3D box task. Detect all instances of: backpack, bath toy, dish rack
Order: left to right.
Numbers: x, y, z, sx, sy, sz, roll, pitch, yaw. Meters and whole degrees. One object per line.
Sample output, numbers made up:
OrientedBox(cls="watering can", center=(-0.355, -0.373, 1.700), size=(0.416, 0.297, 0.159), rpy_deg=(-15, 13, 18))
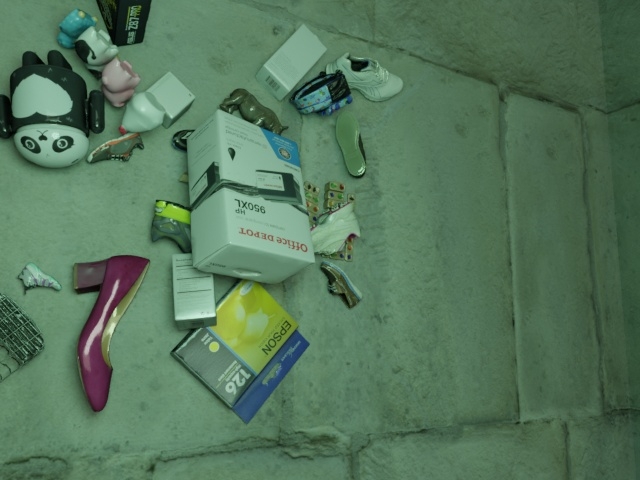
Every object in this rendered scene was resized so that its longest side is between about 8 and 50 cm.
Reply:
OrientedBox(cls="dish rack", center=(-0.790, 0.255, 1.127), size=(0.271, 0.074, 0.208), rpy_deg=(-43, 103, -28))
OrientedBox(cls="bath toy", center=(-0.544, -0.420, 1.299), size=(0.129, 0.151, 0.348), rpy_deg=(-37, 88, 12))
OrientedBox(cls="backpack", center=(-0.005, -0.461, 1.601), size=(0.173, 0.158, 0.117), rpy_deg=(-34, 116, -14))

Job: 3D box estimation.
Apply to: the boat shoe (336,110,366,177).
OrientedBox(cls="boat shoe", center=(0.105, -0.321, 1.683), size=(0.081, 0.068, 0.228), rpy_deg=(-12, 82, 11))

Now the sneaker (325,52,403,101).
OrientedBox(cls="sneaker", center=(0.170, -0.564, 1.718), size=(0.297, 0.129, 0.111), rpy_deg=(3, 79, -28))

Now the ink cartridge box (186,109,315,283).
OrientedBox(cls="ink cartridge box", center=(-0.189, -0.108, 1.340), size=(0.285, 0.166, 0.395), rpy_deg=(15, 56, -43))

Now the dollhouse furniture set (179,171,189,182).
OrientedBox(cls="dollhouse furniture set", center=(-0.349, -0.157, 1.454), size=(0.114, 0.091, 0.081), rpy_deg=(12, 118, -3))

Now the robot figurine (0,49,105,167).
OrientedBox(cls="robot figurine", center=(-0.662, -0.319, 1.221), size=(0.173, 0.209, 0.278), rpy_deg=(4, 78, -59))

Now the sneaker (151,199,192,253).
OrientedBox(cls="sneaker", center=(-0.334, -0.014, 1.399), size=(0.300, 0.111, 0.121), rpy_deg=(22, 93, -24))

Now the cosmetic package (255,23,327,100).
OrientedBox(cls="cosmetic package", center=(-0.093, -0.576, 1.611), size=(0.117, 0.085, 0.231), rpy_deg=(44, 64, -15))

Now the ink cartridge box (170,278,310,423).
OrientedBox(cls="ink cartridge box", center=(-0.208, 0.307, 1.421), size=(0.307, 0.072, 0.303), rpy_deg=(46, 64, -11))

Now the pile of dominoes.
OrientedBox(cls="pile of dominoes", center=(0.033, -0.066, 1.619), size=(0.196, 0.040, 0.251), rpy_deg=(8, 78, -26))

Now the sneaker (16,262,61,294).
OrientedBox(cls="sneaker", center=(-0.694, 0.108, 1.219), size=(0.098, 0.038, 0.069), rpy_deg=(38, 68, -7))

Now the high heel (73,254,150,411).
OrientedBox(cls="high heel", center=(-0.505, 0.221, 1.240), size=(0.181, 0.127, 0.377), rpy_deg=(-6, 81, -17))

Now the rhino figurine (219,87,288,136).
OrientedBox(cls="rhino figurine", center=(-0.188, -0.371, 1.535), size=(0.243, 0.073, 0.106), rpy_deg=(36, 71, -19))

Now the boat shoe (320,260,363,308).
OrientedBox(cls="boat shoe", center=(0.059, 0.143, 1.584), size=(0.183, 0.066, 0.066), rpy_deg=(46, 66, -14))

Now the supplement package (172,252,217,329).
OrientedBox(cls="supplement package", center=(-0.335, 0.134, 1.325), size=(0.105, 0.105, 0.179), rpy_deg=(-5, 67, -12))

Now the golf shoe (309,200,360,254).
OrientedBox(cls="golf shoe", center=(0.000, 0.000, 1.537), size=(0.306, 0.115, 0.140), rpy_deg=(-33, 104, -19))

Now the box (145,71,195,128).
OrientedBox(cls="box", center=(-0.429, -0.394, 1.404), size=(0.102, 0.087, 0.101), rpy_deg=(45, 65, -14))

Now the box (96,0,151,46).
OrientedBox(cls="box", center=(-0.544, -0.757, 1.273), size=(0.097, 0.318, 0.395), rpy_deg=(-21, 92, -29))

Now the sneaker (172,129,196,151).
OrientedBox(cls="sneaker", center=(-0.335, -0.297, 1.443), size=(0.188, 0.078, 0.067), rpy_deg=(-6, 85, -27))

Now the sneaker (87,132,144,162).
OrientedBox(cls="sneaker", center=(-0.544, -0.238, 1.338), size=(0.158, 0.061, 0.065), rpy_deg=(-36, 105, -27))
